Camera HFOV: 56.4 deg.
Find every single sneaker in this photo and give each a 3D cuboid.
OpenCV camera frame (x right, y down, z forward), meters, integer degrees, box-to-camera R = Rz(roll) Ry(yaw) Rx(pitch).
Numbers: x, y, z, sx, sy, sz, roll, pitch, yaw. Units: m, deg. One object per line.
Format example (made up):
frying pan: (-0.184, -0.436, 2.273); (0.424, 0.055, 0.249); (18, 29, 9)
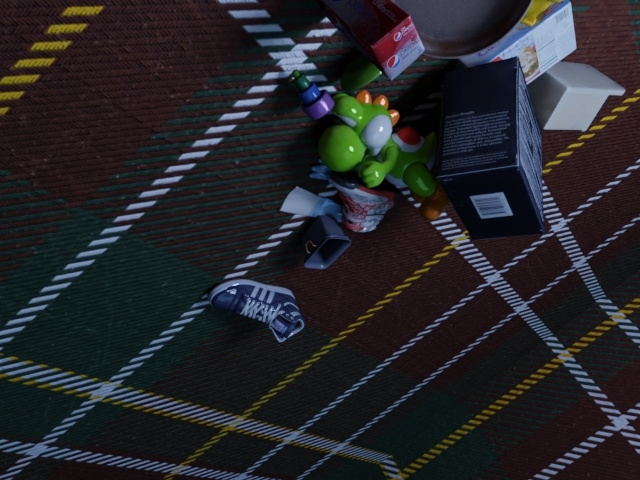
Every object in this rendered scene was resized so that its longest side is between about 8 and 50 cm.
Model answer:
sneaker: (0.090, -0.092, 1.511); (0.270, 0.090, 0.145); (5, 126, -53)
sneaker: (-0.165, 0.196, 1.648); (0.282, 0.153, 0.099); (10, 125, -39)

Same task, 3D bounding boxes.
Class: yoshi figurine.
yoshi figurine: (0.134, -0.183, 1.401); (0.362, 0.203, 0.203); (37, 151, -23)

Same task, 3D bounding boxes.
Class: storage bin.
storage bin: (0.000, 0.000, 1.585); (0.098, 0.091, 0.135); (7, 138, -37)

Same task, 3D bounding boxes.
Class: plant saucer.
plant saucer: (0.249, -0.504, 1.116); (0.310, 0.050, 0.311); (8, 118, 15)

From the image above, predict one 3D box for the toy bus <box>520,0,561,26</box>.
toy bus: (0.429, -0.556, 1.228); (0.149, 0.220, 0.211); (21, 165, -3)

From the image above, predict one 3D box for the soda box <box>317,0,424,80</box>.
soda box: (0.079, -0.406, 1.084); (0.083, 0.263, 0.092); (-38, 141, 6)

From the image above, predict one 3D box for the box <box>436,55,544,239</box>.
box: (0.399, -0.199, 1.377); (0.182, 0.294, 0.296); (-5, 150, 28)

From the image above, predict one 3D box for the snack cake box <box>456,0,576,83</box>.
snack cake box: (0.470, -0.452, 1.430); (0.264, 0.089, 0.152); (-36, 143, 5)

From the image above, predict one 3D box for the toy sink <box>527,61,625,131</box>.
toy sink: (0.646, -0.378, 1.573); (0.234, 0.153, 0.131); (-7, 135, -29)

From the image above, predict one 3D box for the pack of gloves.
pack of gloves: (0.038, -0.115, 1.540); (0.232, 0.046, 0.195); (14, 122, -41)

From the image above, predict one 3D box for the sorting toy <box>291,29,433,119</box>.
sorting toy: (0.088, -0.410, 1.236); (0.365, 0.127, 0.126); (-37, 117, 4)
